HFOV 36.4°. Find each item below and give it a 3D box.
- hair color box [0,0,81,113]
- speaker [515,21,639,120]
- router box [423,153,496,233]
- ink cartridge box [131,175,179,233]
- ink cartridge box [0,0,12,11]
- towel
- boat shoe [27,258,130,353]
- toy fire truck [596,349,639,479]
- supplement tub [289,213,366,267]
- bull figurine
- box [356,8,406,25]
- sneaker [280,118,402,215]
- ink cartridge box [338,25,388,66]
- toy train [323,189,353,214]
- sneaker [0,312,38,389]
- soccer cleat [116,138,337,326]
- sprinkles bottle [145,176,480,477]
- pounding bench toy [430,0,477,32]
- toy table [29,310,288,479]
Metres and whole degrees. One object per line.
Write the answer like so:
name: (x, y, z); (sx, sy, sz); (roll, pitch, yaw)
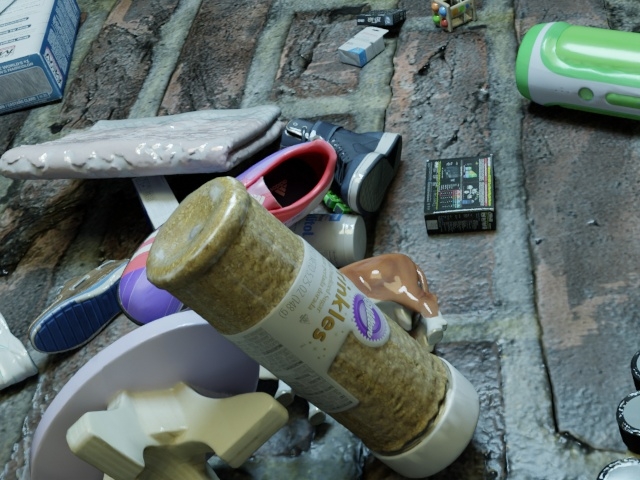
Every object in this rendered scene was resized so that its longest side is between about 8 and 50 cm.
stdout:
hair color box: (-0.572, -0.378, 1.854); (0.174, 0.105, 0.347); (-14, 39, 6)
speaker: (0.432, -0.232, 1.365); (0.297, 0.131, 0.131); (16, 48, 32)
router box: (0.188, -0.063, 1.305); (0.092, 0.038, 0.122); (-4, 41, 13)
ink cartridge box: (-0.196, -0.002, 1.302); (0.046, 0.097, 0.207); (-22, 39, -11)
ink cartridge box: (-0.662, -0.459, 1.846); (0.115, 0.067, 0.198); (4, 44, 26)
towel: (-0.245, -0.144, 1.424); (0.332, 0.053, 0.317); (-2, 15, 15)
boat shoe: (-0.309, 0.084, 1.267); (0.066, 0.066, 0.183); (18, 39, 39)
toy fire truck: (0.393, 0.217, 0.847); (0.246, 0.158, 0.217); (0, 40, 33)
supplement tub: (0.000, 0.000, 1.261); (0.107, 0.071, 0.071); (0, 41, 17)
bull figurine: (-0.008, 0.110, 1.112); (0.310, 0.101, 0.188); (-24, 44, -8)
box: (0.108, -0.394, 1.716); (0.067, 0.018, 0.083); (4, 20, 20)
sneaker: (0.013, -0.102, 1.326); (0.164, 0.086, 0.226); (11, 22, 11)
ink cartridge box: (0.076, -0.333, 1.668); (0.048, 0.028, 0.083); (23, 52, 37)
toy train: (0.017, -0.054, 1.355); (0.024, 0.017, 0.083); (10, 23, -39)
sneaker: (-0.417, 0.134, 1.242); (0.061, 0.053, 0.152); (-33, 43, -18)
soccer cleat: (-0.108, -0.018, 1.155); (0.318, 0.116, 0.108); (-38, 87, -26)
sprinkles bottle: (0.001, 0.091, 0.926); (0.121, 0.355, 0.121); (-36, 30, 24)
pounding bench toy: (0.220, -0.407, 1.695); (0.065, 0.052, 0.083); (-28, 41, -16)
toy table: (-0.155, 0.211, 0.944); (0.274, 0.252, 0.161); (-53, 32, 9)
